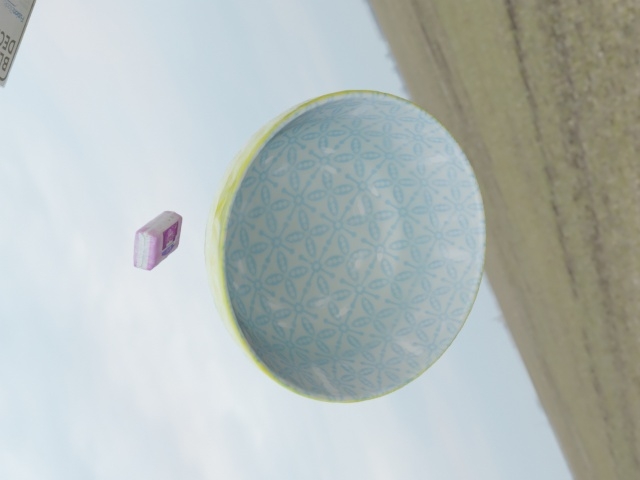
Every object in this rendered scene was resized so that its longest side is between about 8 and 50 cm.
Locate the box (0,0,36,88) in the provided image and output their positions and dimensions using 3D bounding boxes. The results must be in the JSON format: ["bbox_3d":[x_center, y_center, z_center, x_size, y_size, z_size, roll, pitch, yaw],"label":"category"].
[{"bbox_3d":[-0.257,-0.277,0.879,0.169,0.087,0.290,57,-128,-82],"label":"box"}]

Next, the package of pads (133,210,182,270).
[{"bbox_3d":[-0.202,-0.001,1.436,0.083,0.032,0.050,-48,-27,-62],"label":"package of pads"}]

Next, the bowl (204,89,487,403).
[{"bbox_3d":[0.000,0.000,1.126,0.156,0.289,0.289,11,131,59],"label":"bowl"}]
